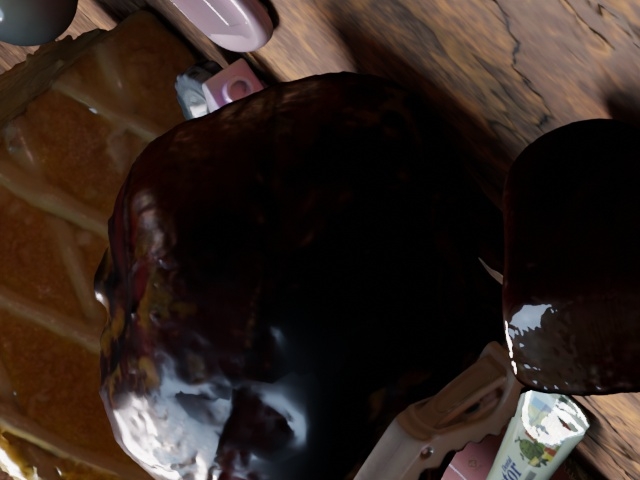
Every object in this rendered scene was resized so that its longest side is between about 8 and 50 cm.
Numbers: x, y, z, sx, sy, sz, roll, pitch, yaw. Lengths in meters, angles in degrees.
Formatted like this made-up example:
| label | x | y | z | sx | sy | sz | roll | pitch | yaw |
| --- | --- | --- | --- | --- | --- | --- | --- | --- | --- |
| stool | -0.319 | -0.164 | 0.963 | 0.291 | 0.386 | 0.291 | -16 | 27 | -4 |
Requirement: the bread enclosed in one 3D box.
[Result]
| label | x | y | z | sx | sy | sz | roll | pitch | yaw |
| --- | --- | --- | --- | --- | --- | --- | --- | --- | --- |
| bread | -0.195 | 0.036 | 1.552 | 0.390 | 0.371 | 0.279 | 48 | 173 | -15 |

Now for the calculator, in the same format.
| label | x | y | z | sx | sy | sz | roll | pitch | yaw |
| --- | --- | --- | --- | --- | --- | --- | --- | --- | --- |
| calculator | -0.079 | -0.167 | 1.161 | 0.103 | 0.024 | 0.166 | 44 | 172 | -15 |

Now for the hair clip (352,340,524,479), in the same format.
| label | x | y | z | sx | sy | sz | roll | pitch | yaw |
| --- | --- | --- | --- | --- | --- | --- | --- | --- | --- |
| hair clip | 0.090 | 0.081 | 0.945 | 0.034 | 0.226 | 0.072 | 46 | 167 | 44 |

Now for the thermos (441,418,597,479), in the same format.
| label | x | y | z | sx | sy | sz | roll | pitch | yaw |
| --- | --- | --- | --- | --- | --- | --- | --- | --- | --- |
| thermos | 0.183 | 0.209 | 1.686 | 0.330 | 0.136 | 0.109 | 44 | 138 | -11 |

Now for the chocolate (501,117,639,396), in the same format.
| label | x | y | z | sx | sy | sz | roll | pitch | yaw |
| --- | --- | --- | --- | --- | --- | --- | --- | --- | --- |
| chocolate | 0.122 | 0.000 | 0.747 | 0.148 | 0.125 | 0.080 | 41 | 157 | 49 |

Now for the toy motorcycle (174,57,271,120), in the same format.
| label | x | y | z | sx | sy | sz | roll | pitch | yaw |
| --- | --- | --- | --- | --- | --- | --- | --- | --- | --- |
| toy motorcycle | 0.000 | 0.000 | 1.326 | 0.327 | 0.143 | 0.188 | 60 | 160 | -12 |

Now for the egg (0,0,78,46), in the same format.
| label | x | y | z | sx | sy | sz | roll | pitch | yaw |
| --- | --- | --- | --- | --- | --- | --- | --- | --- | --- |
| egg | -0.275 | -0.233 | 1.518 | 0.135 | 0.103 | 0.103 | 46 | 173 | 1 |

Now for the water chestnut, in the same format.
| label | x | y | z | sx | sy | sz | roll | pitch | yaw |
| --- | --- | --- | --- | --- | --- | --- | --- | --- | --- |
| water chestnut | 0.003 | 0.043 | 1.040 | 0.244 | 0.289 | 0.289 | 3 | 144 | 49 |

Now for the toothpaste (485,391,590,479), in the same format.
| label | x | y | z | sx | sy | sz | roll | pitch | yaw |
| --- | --- | --- | --- | --- | --- | --- | --- | --- | --- |
| toothpaste | 0.182 | 0.199 | 1.535 | 0.067 | 0.037 | 0.255 | 44 | 149 | 18 |
